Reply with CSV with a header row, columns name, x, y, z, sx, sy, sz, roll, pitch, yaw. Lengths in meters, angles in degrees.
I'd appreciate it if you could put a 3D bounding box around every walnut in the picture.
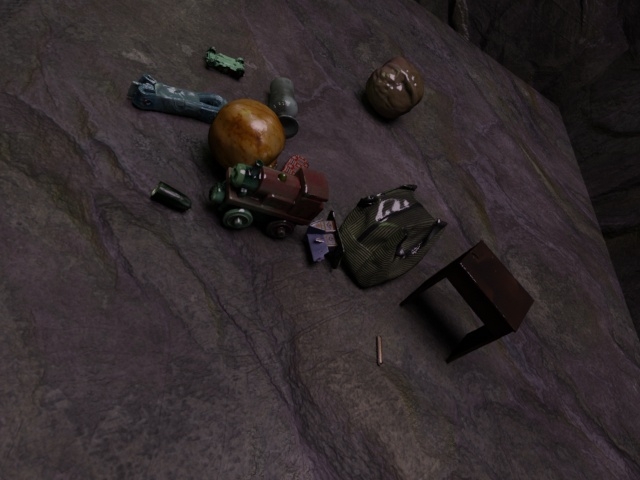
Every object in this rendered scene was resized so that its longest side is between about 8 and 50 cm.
name,x,y,z,sx,sy,sz,roll,pitch,yaw
walnut,0.316,-0.640,2.174,0.249,0.248,0.248,21,48,-25

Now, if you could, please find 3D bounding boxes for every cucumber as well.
name,x,y,z,sx,sy,sz,roll,pitch,yaw
cucumber,-0.386,-0.114,1.347,0.105,0.048,0.048,28,45,-21

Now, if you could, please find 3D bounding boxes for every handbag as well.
name,x,y,z,sx,sy,sz,roll,pitch,yaw
handbag,0.221,-0.027,1.621,0.341,0.240,0.247,-17,65,-43

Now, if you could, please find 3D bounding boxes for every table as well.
name,x,y,z,sx,sy,sz,roll,pitch,yaw
table,0.448,0.195,1.592,0.250,0.282,0.196,51,42,5

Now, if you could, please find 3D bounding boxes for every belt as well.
name,x,y,z,sx,sy,sz,roll,pitch,yaw
belt,-0.421,-0.421,1.542,0.303,0.072,0.087,6,60,-38

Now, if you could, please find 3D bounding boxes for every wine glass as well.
name,x,y,z,sx,sy,sz,roll,pitch,yaw
wine glass,-0.129,-0.465,1.780,0.103,0.103,0.230,19,46,-27

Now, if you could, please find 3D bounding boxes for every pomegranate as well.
name,x,y,z,sx,sy,sz,roll,pitch,yaw
pomegranate,-0.210,-0.289,1.487,0.248,0.248,0.248,21,48,-25

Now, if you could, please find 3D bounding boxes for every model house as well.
name,x,y,z,sx,sy,sz,roll,pitch,yaw
model house,0.000,0.000,1.533,0.088,0.117,0.166,-2,60,-21

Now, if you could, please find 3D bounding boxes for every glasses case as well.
name,x,y,z,sx,sy,sz,roll,pitch,yaw
glasses case,-0.096,-0.205,1.644,0.073,0.049,0.194,34,43,-11

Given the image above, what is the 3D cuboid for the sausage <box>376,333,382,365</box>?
name,x,y,z,sx,sy,sz,roll,pitch,yaw
sausage,0.171,0.315,1.479,0.015,0.015,0.100,23,47,-23

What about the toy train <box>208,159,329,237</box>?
name,x,y,z,sx,sy,sz,roll,pitch,yaw
toy train,-0.142,-0.123,1.418,0.305,0.221,0.150,14,51,-31

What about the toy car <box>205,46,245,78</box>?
name,x,y,z,sx,sy,sz,roll,pitch,yaw
toy car,-0.329,-0.610,1.771,0.143,0.054,0.073,11,55,-30
